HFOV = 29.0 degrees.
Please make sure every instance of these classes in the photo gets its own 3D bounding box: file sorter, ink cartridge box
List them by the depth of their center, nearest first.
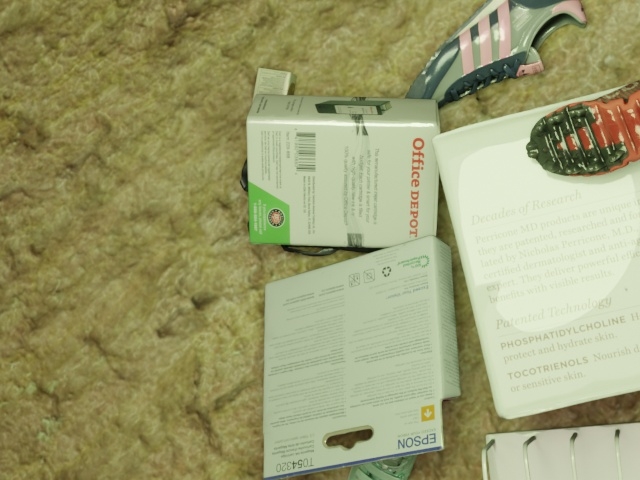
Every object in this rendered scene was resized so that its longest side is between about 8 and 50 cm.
[{"bbox_3d":[0.383,0.379,1.831,0.277,0.173,0.193,-7,85,15],"label":"file sorter"},{"bbox_3d":[0.056,0.186,1.875,0.324,0.071,0.330,-16,63,32],"label":"ink cartridge box"},{"bbox_3d":[0.037,-0.106,1.907,0.289,0.121,0.211,2,116,4],"label":"ink cartridge box"}]

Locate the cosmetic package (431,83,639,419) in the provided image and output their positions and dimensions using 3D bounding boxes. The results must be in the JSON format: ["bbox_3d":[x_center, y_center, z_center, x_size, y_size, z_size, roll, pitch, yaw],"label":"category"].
[{"bbox_3d":[0.379,0.018,1.766,0.327,0.329,0.394,-15,83,13],"label":"cosmetic package"}]

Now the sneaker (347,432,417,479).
[{"bbox_3d":[0.091,0.349,1.918,0.094,0.151,0.256,23,95,13],"label":"sneaker"}]

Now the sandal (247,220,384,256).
[{"bbox_3d":[0.000,0.000,1.991,0.254,0.097,0.055,8,116,15],"label":"sandal"}]

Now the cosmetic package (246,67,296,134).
[{"bbox_3d":[-0.080,-0.222,2.042,0.060,0.041,0.115,12,91,14],"label":"cosmetic package"}]

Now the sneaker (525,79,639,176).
[{"bbox_3d":[0.396,-0.151,1.554,0.276,0.135,0.098,-17,96,34],"label":"sneaker"}]

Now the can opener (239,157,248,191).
[{"bbox_3d":[-0.047,-0.134,2.026,0.186,0.059,0.073,-26,55,3],"label":"can opener"}]

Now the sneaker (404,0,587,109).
[{"bbox_3d":[0.270,-0.283,1.918,0.319,0.112,0.131,-45,75,10],"label":"sneaker"}]
